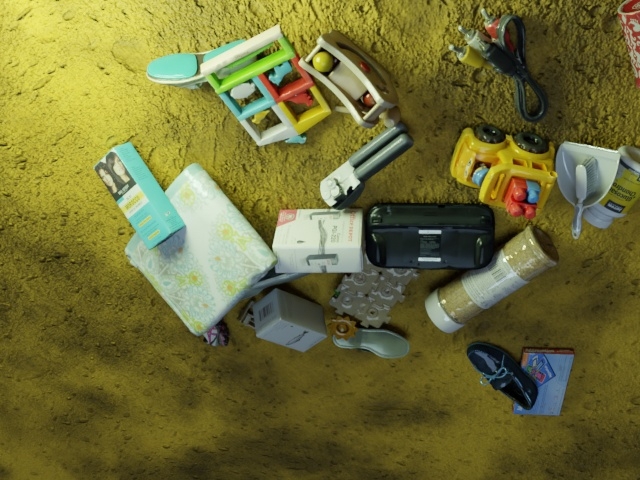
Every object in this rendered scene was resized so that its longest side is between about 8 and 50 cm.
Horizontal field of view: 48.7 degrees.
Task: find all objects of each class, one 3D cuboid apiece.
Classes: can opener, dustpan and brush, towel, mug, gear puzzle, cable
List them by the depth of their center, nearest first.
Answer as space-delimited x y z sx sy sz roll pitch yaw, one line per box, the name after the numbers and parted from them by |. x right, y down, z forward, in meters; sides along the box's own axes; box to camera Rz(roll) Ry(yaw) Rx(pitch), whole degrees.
0.670 -0.411 1.409 0.113 0.150 0.169 5 137 52 | mug
0.406 -0.375 1.498 0.287 0.072 0.139 33 109 -34 | cable
0.595 -0.106 1.603 0.147 0.060 0.211 22 130 45 | dustpan and brush
0.108 -0.176 1.676 0.093 0.074 0.280 8 142 -47 | can opener
-0.309 0.034 1.791 0.320 0.090 0.374 48 126 3 | towel
0.127 0.146 1.914 0.175 0.044 0.339 26 118 -5 | gear puzzle

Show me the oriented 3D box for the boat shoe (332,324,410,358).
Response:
0.144 0.283 2.037 0.227 0.068 0.081 12 94 -7 | boat shoe

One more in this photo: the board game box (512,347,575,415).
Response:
0.663 0.426 2.118 0.145 0.027 0.281 0 129 5 | board game box

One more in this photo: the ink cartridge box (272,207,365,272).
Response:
0.000 0.000 1.760 0.218 0.158 0.092 0 129 5 | ink cartridge box

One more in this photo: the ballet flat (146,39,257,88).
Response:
-0.254 -0.370 1.545 0.248 0.086 0.086 -8 128 11 | ballet flat

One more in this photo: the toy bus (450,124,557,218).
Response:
0.409 -0.136 1.573 0.220 0.211 0.149 11 131 -1 | toy bus

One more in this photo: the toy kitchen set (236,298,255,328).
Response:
-0.186 0.216 2.019 0.075 0.083 0.068 32 84 -19 | toy kitchen set

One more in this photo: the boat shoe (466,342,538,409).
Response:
0.533 0.392 2.046 0.258 0.089 0.109 33 133 -5 | boat shoe

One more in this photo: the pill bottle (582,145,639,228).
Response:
0.682 -0.118 1.625 0.103 0.103 0.184 18 128 -8 | pill bottle

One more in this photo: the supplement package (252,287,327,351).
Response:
-0.083 0.222 1.954 0.179 0.105 0.105 25 130 -38 | supplement package

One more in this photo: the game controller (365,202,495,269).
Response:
0.271 -0.009 1.759 0.319 0.067 0.166 1 107 6 | game controller

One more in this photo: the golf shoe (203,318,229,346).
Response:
-0.321 0.241 2.050 0.086 0.067 0.186 0 129 8 | golf shoe

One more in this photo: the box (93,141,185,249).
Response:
-0.439 -0.107 1.713 0.100 0.060 0.244 -32 93 36 | box

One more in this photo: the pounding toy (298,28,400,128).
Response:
0.062 -0.305 1.508 0.269 0.154 0.155 34 124 -19 | pounding toy

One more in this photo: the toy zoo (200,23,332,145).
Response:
-0.103 -0.316 1.553 0.192 0.030 0.293 -23 139 16 | toy zoo

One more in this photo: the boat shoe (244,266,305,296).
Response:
-0.141 0.080 1.878 0.302 0.091 0.114 -19 168 14 | boat shoe

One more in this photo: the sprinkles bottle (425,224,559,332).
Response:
0.436 0.105 1.821 0.121 0.121 0.355 36 124 -22 | sprinkles bottle
